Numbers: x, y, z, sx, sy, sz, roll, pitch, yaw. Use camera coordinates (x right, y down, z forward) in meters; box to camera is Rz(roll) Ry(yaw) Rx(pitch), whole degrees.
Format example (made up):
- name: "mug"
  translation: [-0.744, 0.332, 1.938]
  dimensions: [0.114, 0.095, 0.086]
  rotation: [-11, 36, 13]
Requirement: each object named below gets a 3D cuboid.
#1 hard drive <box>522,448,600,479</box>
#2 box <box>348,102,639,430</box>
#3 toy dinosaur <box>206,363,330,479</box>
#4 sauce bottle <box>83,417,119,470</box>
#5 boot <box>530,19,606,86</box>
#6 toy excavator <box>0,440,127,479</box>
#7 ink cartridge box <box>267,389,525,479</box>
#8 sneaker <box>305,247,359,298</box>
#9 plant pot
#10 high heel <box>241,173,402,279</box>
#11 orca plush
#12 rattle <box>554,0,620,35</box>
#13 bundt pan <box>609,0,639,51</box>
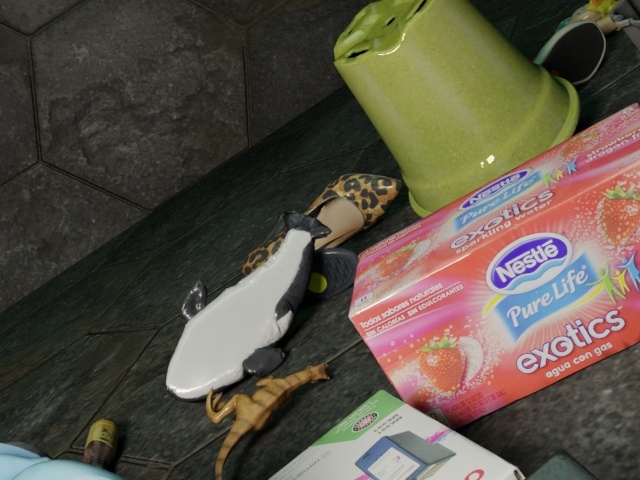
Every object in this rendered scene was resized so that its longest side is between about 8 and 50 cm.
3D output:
- name: "hard drive"
  translation: [0.149, 0.189, 0.550]
  dimensions: [0.094, 0.022, 0.135]
  rotation: [-37, 46, -13]
- name: "box"
  translation: [0.189, 0.024, 0.870]
  dimensions: [0.300, 0.142, 0.154]
  rotation: [-29, 15, 15]
- name: "toy dinosaur"
  translation: [-0.077, 0.188, 1.052]
  dimensions: [0.112, 0.064, 0.211]
  rotation: [-12, 27, 51]
- name: "sauce bottle"
  translation: [-0.278, 0.268, 1.255]
  dimensions: [0.042, 0.042, 0.128]
  rotation: [-33, 18, 2]
- name: "boot"
  translation: [0.325, -0.252, 1.563]
  dimensions: [0.244, 0.088, 0.176]
  rotation: [-43, 16, -22]
- name: "toy excavator"
  translation: [-0.091, 0.250, 0.521]
  dimensions: [0.222, 0.433, 0.445]
  rotation: [-45, -9, -38]
- name: "ink cartridge box"
  translation: [0.049, 0.205, 0.694]
  dimensions: [0.154, 0.093, 0.212]
  rotation: [-36, 17, -13]
- name: "sneaker"
  translation: [-0.029, 0.049, 1.372]
  dimensions: [0.209, 0.069, 0.082]
  rotation: [-25, 14, 29]
- name: "plant pot"
  translation: [0.159, -0.205, 1.316]
  dimensions: [0.276, 0.254, 0.276]
  rotation: [-34, 28, 21]
- name: "high heel"
  translation: [0.000, 0.000, 1.455]
  dimensions: [0.261, 0.093, 0.186]
  rotation: [-22, 27, 39]
- name: "orca plush"
  translation: [-0.093, 0.094, 1.286]
  dimensions: [0.102, 0.151, 0.287]
  rotation: [79, -148, -67]
- name: "rattle"
  translation: [0.446, -0.418, 1.734]
  dimensions: [0.130, 0.143, 0.200]
  rotation: [-50, 19, 10]
- name: "bundt pan"
  translation: [0.535, -0.305, 1.222]
  dimensions: [0.331, 0.124, 0.331]
  rotation: [-30, 15, 9]
